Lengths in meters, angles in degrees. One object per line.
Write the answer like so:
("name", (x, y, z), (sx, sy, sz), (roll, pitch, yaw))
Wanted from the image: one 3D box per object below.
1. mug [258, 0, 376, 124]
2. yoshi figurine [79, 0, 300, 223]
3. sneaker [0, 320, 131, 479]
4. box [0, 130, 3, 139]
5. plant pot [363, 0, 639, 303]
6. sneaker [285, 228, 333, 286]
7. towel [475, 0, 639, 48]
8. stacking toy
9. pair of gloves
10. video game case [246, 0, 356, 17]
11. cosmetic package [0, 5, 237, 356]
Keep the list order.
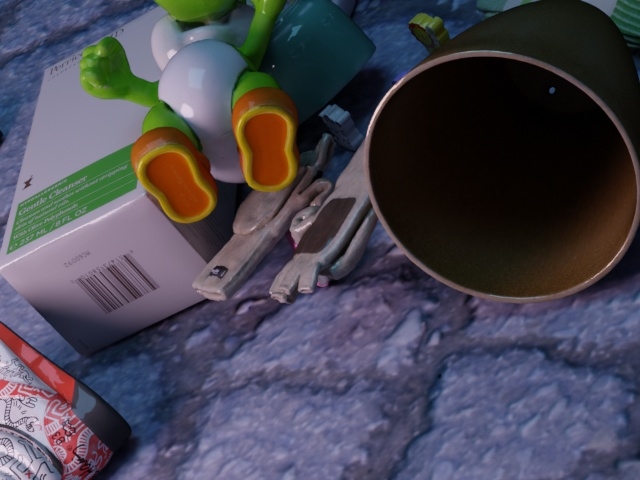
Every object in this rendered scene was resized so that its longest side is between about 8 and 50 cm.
("mug", (-0.027, -0.191, 1.817), (0.158, 0.097, 0.129), (-48, 11, -27))
("yoshi figurine", (-0.119, -0.198, 1.666), (0.203, 0.204, 0.362), (-57, 25, 30))
("sneaker", (-0.320, 0.167, 1.634), (0.270, 0.090, 0.145), (30, 70, 33))
("box", (-0.536, -0.063, 2.181), (0.183, 0.059, 0.232), (-8, 42, 36))
("plant pot", (0.190, -0.113, 1.486), (0.237, 0.237, 0.254), (-13, 25, 30))
("sneaker", (0.000, 0.000, 1.655), (0.057, 0.047, 0.119), (-24, 35, -4))
("towel", (0.319, -0.302, 1.702), (0.325, 0.038, 0.248), (20, 77, 53))
("stacking toy", (0.118, -0.151, 1.724), (0.167, 0.052, 0.221), (-46, 36, -15))
("pair of gloves", (-0.009, -0.022, 1.590), (0.240, 0.042, 0.204), (-5, 49, 58))
("video game case", (-0.077, -0.302, 2.095), (0.300, 0.036, 0.329), (-13, 40, 30))
("cosmetic package", (-0.205, -0.074, 1.820), (0.197, 0.155, 0.365), (-27, 35, 19))
